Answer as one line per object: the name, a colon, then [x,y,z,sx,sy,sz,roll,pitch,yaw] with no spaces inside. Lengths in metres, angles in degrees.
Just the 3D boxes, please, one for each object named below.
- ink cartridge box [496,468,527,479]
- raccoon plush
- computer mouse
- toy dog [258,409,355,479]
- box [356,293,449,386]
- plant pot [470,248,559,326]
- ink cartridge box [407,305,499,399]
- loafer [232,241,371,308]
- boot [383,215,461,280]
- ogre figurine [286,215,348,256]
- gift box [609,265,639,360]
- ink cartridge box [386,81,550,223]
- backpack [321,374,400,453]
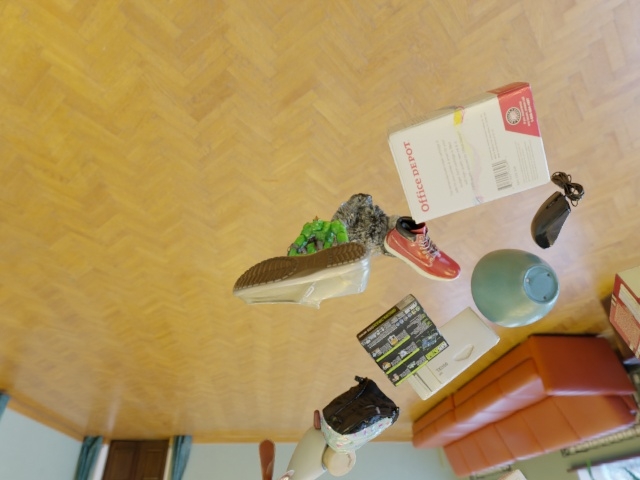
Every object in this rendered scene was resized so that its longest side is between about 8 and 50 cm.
ink cartridge box: [0.427,0.638,0.900,0.159,0.217,0.092,-25,148,-16]
raccoon plush: [0.151,0.048,1.489,0.446,0.299,0.216,-46,153,-3]
computer mouse: [0.796,-0.096,1.477,0.072,0.188,0.272,9,120,0]
toy dog: [-0.068,0.566,1.097,0.220,0.334,0.160,-6,112,49]
box: [0.222,0.269,1.136,0.191,0.045,0.184,-38,110,-1]
plant pot: [0.709,0.160,1.487,0.291,0.290,0.195,4,170,-8]
ink cartridge box: [0.494,0.456,1.676,0.286,0.166,0.394,-33,156,-14]
loafer: [-0.033,0.080,0.773,0.269,0.102,0.092,-12,115,16]
boot: [0.312,0.024,1.214,0.244,0.088,0.176,29,156,5]
ogre figurine: [0.000,0.000,1.165,0.097,0.118,0.197,26,154,-31]
gift box: [0.868,0.169,0.964,0.258,0.255,0.276,-20,137,9]
ink cartridge box: [0.329,-0.200,0.976,0.307,0.131,0.226,-16,110,13]
backpack: [0.089,0.446,1.067,0.182,0.152,0.115,-19,123,-31]
